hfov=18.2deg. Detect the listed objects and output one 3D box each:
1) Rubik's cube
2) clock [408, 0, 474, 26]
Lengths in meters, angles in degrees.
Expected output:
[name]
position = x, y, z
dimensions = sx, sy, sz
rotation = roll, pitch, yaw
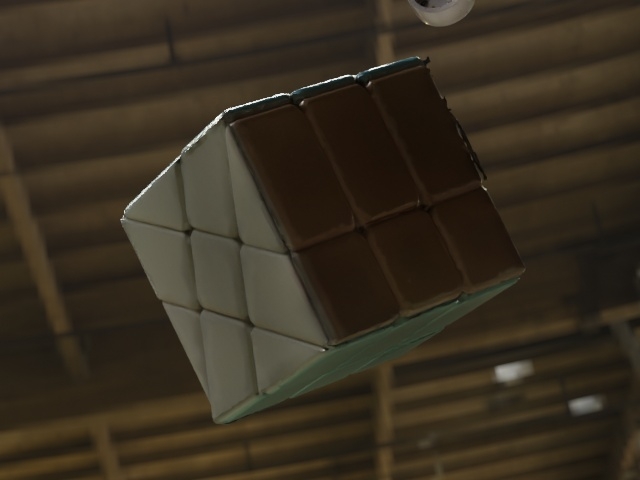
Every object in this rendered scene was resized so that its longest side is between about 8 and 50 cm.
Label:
[Rubik's cube]
position = 0.000, 0.000, 1.749
dimensions = 0.225, 0.221, 0.231
rotation = -19, -11, -36
[clock]
position = 0.107, -0.269, 1.973
dimensions = 0.087, 0.129, 0.041
rotation = -44, -34, -4
